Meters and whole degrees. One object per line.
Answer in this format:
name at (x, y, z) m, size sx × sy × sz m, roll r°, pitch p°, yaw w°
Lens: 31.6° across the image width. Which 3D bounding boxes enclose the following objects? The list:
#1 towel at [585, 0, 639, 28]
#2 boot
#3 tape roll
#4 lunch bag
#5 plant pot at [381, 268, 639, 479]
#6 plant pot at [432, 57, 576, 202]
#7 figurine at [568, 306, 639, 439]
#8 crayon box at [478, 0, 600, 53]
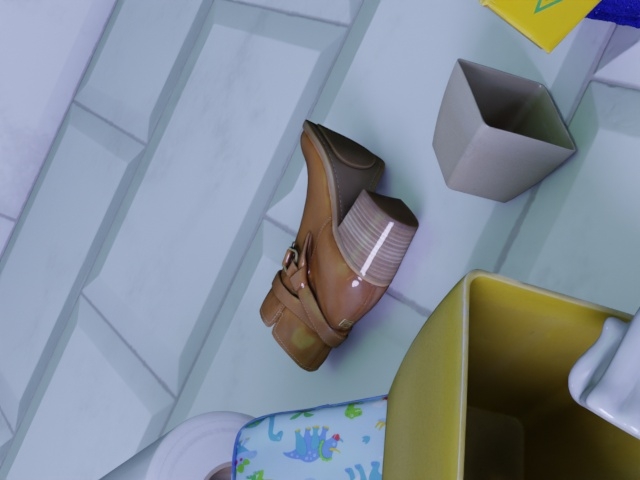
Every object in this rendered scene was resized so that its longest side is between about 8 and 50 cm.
towel at (0.334, -0.356, 1.075) m, size 0.308 × 0.076 × 0.227 m, roll -64°, pitch 31°, yaw 4°
boot at (0.000, 0.000, 1.345) m, size 0.220 × 0.109 × 0.283 m, roll -58°, pitch 39°, yaw 22°
tape roll at (-0.121, 0.319, 1.166) m, size 0.169 × 0.246 × 0.246 m, roll -36°, pitch 42°, yaw 38°
lunch bag at (0.024, 0.245, 1.061) m, size 0.218 × 0.090 × 0.176 m, roll -12°, pitch 55°, yaw 14°
plant pot at (0.155, 0.174, 0.901) m, size 0.187 × 0.212 × 0.212 m, roll 139°, pitch 143°, yaw -57°
plant pot at (0.172, -0.102, 1.137) m, size 0.096 × 0.109 × 0.109 m, roll -58°, pitch 30°, yaw 37°
figurine at (0.306, 0.066, 0.770) m, size 0.214 × 0.092 × 0.209 m, roll 30°, pitch 88°, yaw 22°
crayon box at (0.241, -0.407, 1.082) m, size 0.313 × 0.106 × 0.363 m, roll -47°, pitch 35°, yaw 28°
